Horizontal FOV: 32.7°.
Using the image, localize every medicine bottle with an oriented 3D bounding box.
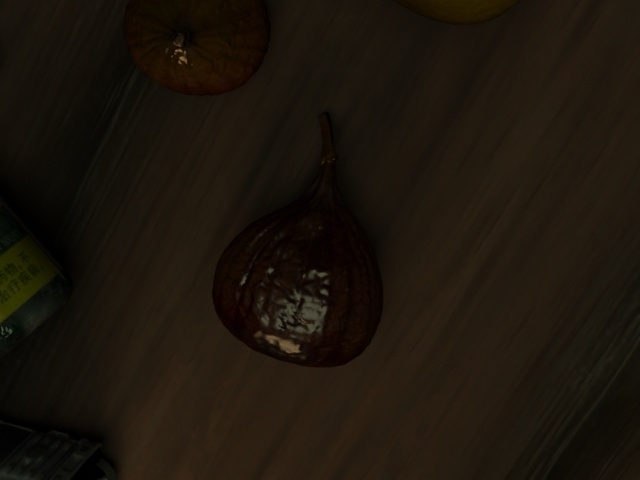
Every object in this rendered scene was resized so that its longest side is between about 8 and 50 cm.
[{"bbox_3d":[-0.353,-0.025,0.919,0.141,0.141,0.293,-38,98,13],"label":"medicine bottle"}]

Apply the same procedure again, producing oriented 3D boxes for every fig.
[{"bbox_3d":[0.000,0.000,0.907,0.146,0.134,0.201,20,98,-10],"label":"fig"},{"bbox_3d":[-0.093,-0.156,0.866,0.119,0.153,0.119,-9,130,-11],"label":"fig"}]

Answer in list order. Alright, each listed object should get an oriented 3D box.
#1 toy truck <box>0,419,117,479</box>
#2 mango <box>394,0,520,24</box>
[{"bbox_3d":[-0.315,0.346,1.017,0.175,0.146,0.367,19,106,4],"label":"toy truck"},{"bbox_3d":[0.034,-0.350,0.721,0.221,0.301,0.445,-16,114,15],"label":"mango"}]
